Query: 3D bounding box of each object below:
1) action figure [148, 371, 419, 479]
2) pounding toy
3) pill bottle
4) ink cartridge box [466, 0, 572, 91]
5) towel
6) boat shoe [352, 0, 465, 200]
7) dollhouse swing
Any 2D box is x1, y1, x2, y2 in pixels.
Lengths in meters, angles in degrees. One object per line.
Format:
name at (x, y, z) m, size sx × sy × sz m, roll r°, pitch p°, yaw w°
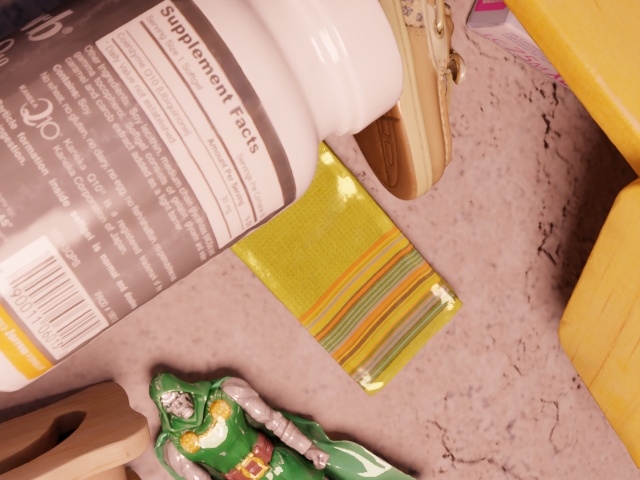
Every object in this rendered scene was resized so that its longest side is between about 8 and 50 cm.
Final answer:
action figure at (-0.032, 0.167, 0.663) m, size 0.232 × 0.063 × 0.137 m, roll 43°, pitch 83°, yaw -20°
pounding toy at (-0.212, 0.196, 0.545) m, size 0.269 × 0.154 × 0.154 m, roll -19°, pitch 107°, yaw -41°
pill bottle at (-0.102, -0.056, 0.529) m, size 0.278 × 0.162 × 0.162 m, roll -35°, pitch 111°, yaw -13°
ink cartridge box at (0.250, -0.261, 0.724) m, size 0.186 × 0.065 × 0.311 m, roll 23°, pitch 86°, yaw -26°
towel at (0.000, 0.000, 0.670) m, size 0.102 × 0.021 × 0.237 m, roll -47°, pitch 113°, yaw -12°
boat shoe at (0.051, -0.169, 0.620) m, size 0.089 × 0.104 × 0.285 m, roll -16°, pitch 104°, yaw -19°
dollhouse swing at (0.296, -0.082, 0.712) m, size 0.347 × 0.305 × 0.315 m, roll -31°, pitch 153°, yaw -18°
